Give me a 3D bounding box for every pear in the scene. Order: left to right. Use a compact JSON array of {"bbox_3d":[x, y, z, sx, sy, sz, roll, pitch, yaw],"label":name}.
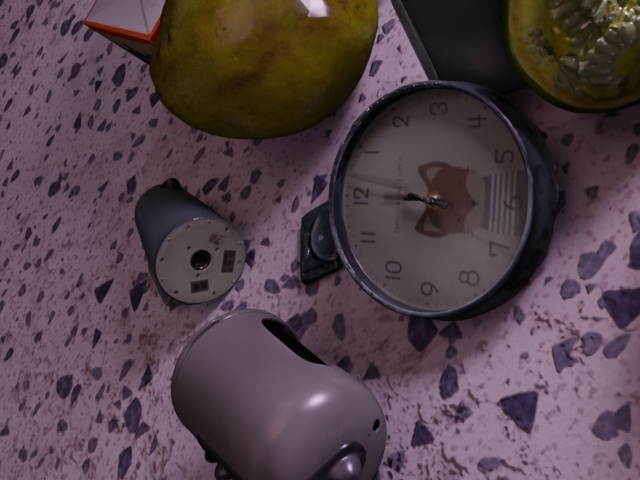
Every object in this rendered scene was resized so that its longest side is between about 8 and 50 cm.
[{"bbox_3d":[-0.090,-0.332,1.602,0.414,0.352,0.351,-12,60,38],"label":"pear"}]

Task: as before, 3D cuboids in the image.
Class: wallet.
[{"bbox_3d":[0.000,0.000,1.543,0.088,0.026,0.129,-26,51,36],"label":"wallet"}]

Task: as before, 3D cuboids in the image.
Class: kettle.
[{"bbox_3d":[-0.251,0.016,1.738,0.243,0.160,0.210,-138,51,-57],"label":"kettle"}]

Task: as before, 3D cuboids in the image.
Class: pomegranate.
[{"bbox_3d":[0.326,-0.307,1.173,0.260,0.260,0.340,-38,80,26],"label":"pomegranate"}]

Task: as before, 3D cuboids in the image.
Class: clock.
[{"bbox_3d":[0.153,-0.053,1.289,0.325,0.067,0.324,0,90,36],"label":"clock"}]

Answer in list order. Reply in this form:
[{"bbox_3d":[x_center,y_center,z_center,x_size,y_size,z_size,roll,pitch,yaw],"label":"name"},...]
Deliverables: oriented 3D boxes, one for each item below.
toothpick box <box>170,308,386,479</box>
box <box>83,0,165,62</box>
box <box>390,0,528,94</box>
[{"bbox_3d":[-0.055,0.249,1.307,0.316,0.229,0.229,32,93,50],"label":"toothpick box"},{"bbox_3d":[-0.225,-0.491,1.896,0.319,0.257,0.348,23,85,49],"label":"box"},{"bbox_3d":[0.210,-0.304,1.329,0.135,0.243,0.163,-12,33,33],"label":"box"}]
